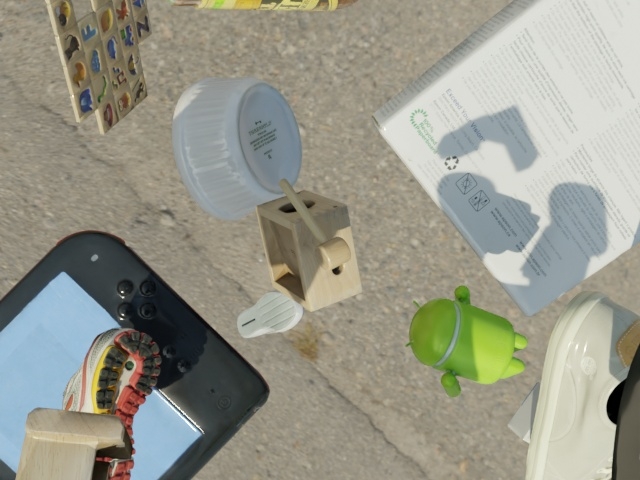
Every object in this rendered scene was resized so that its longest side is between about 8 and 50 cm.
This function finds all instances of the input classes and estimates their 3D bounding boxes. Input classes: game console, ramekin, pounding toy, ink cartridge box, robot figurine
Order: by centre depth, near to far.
[{"bbox_3d":[0.134,0.094,0.731,0.115,0.067,0.101,19,67,-13],"label":"robot figurine"},{"bbox_3d":[0.281,-0.119,0.889,0.330,0.071,0.324,-37,115,9],"label":"ink cartridge box"},{"bbox_3d":[-0.312,0.217,1.019,0.342,0.060,0.386,45,87,-1],"label":"game console"},{"bbox_3d":[0.001,-0.007,1.033,0.094,0.206,0.181,-20,111,-23],"label":"pounding toy"},{"bbox_3d":[0.379,0.299,1.261,0.122,0.052,0.089,33,93,-24],"label":"ink cartridge box"},{"bbox_3d":[-0.142,-0.178,1.456,0.272,0.127,0.273,18,69,-57],"label":"ramekin"}]

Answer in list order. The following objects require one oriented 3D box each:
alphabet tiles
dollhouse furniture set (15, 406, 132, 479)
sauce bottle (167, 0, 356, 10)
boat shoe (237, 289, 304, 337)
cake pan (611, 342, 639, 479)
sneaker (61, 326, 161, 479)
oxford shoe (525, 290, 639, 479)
[{"bbox_3d":[-0.280,-0.271,1.029,0.198,0.009,0.237,-60,155,-47],"label":"alphabet tiles"},{"bbox_3d":[-0.039,0.291,0.608,0.393,0.362,0.257,8,69,-8],"label":"dollhouse furniture set"},{"bbox_3d":[-0.021,-0.337,0.954,0.344,0.111,0.112,-6,99,-23],"label":"sauce bottle"},{"bbox_3d":[-0.086,0.143,1.571,0.075,0.226,0.083,-9,83,-37],"label":"boat shoe"},{"bbox_3d":[0.321,0.193,0.697,0.054,0.293,0.294,9,91,8],"label":"cake pan"},{"bbox_3d":[-0.250,0.205,0.874,0.088,0.092,0.225,28,79,-35],"label":"sneaker"},{"bbox_3d":[0.380,0.272,1.086,0.169,0.130,0.450,-35,135,-35],"label":"oxford shoe"}]
